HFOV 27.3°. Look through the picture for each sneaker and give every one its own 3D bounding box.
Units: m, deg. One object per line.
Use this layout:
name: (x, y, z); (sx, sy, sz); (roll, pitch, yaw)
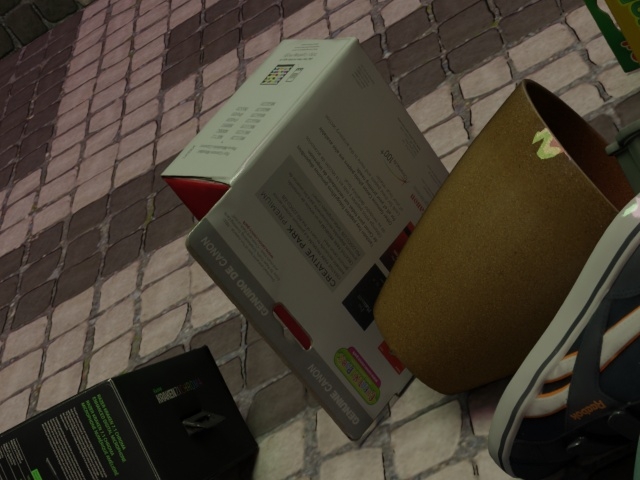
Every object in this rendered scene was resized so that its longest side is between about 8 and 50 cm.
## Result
sneaker: (0.236, 0.109, 1.025); (0.126, 0.321, 0.127); (-21, 56, -36)

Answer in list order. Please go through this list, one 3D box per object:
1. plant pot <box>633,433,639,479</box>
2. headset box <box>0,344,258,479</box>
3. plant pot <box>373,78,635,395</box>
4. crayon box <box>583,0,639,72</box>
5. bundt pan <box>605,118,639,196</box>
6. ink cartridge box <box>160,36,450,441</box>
plant pot: (0.309, 0.188, 0.805); (0.196, 0.293, 0.293); (-61, 27, 12)
headset box: (-0.227, 0.226, 1.326); (0.283, 0.131, 0.246); (-28, -5, 15)
plant pot: (0.180, 0.023, 1.227); (0.254, 0.237, 0.237); (-44, 26, 20)
crayon box: (0.416, -0.267, 1.365); (0.319, 0.202, 0.081); (-15, 37, 36)
bundt pan: (0.406, -0.071, 1.056); (0.331, 0.124, 0.331); (-16, -8, -2)
ink cartridge box: (0.000, 0.000, 1.325); (0.130, 0.309, 0.272); (9, 53, 52)
